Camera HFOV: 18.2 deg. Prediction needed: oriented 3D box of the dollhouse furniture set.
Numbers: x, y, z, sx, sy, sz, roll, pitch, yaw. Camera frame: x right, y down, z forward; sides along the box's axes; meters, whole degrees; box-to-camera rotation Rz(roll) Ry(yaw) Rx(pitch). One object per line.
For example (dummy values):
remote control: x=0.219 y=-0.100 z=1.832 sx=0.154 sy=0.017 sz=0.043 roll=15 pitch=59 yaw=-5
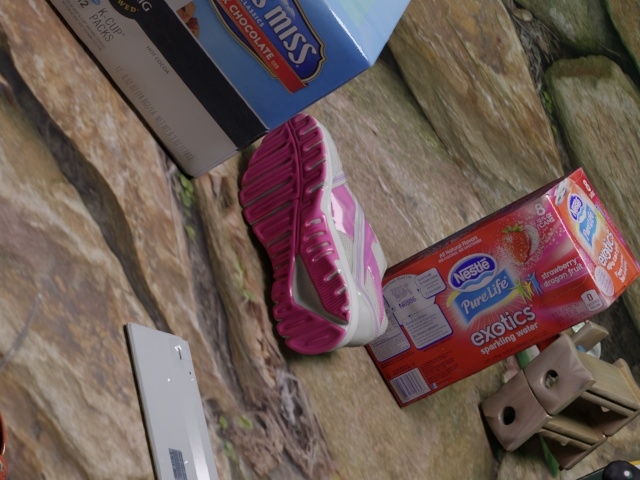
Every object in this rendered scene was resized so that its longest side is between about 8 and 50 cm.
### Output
dollhouse furniture set: x=0.239 y=0.134 z=2.168 sx=0.129 sy=0.129 sz=0.183 roll=24 pitch=31 yaw=-48

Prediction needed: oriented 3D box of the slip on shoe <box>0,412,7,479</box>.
slip on shoe: x=-0.262 y=0.170 z=1.319 sx=0.123 sy=0.101 sz=0.331 roll=34 pitch=39 yaw=-43

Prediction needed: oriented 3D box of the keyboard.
keyboard: x=-0.113 y=0.188 z=1.646 sx=0.072 sy=0.014 sz=0.256 roll=16 pitch=51 yaw=-47

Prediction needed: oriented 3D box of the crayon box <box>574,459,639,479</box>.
crayon box: x=0.399 y=0.352 z=2.259 sx=0.323 sy=0.083 sz=0.203 roll=4 pitch=62 yaw=-57

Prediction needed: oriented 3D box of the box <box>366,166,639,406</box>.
box: x=0.170 y=0.047 z=1.975 sx=0.128 sy=0.257 sz=0.122 roll=60 pitch=29 yaw=-2

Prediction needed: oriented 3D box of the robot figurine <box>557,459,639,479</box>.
robot figurine: x=0.282 y=0.350 z=1.974 sx=0.278 sy=0.173 sz=0.209 roll=37 pitch=33 yaw=-33

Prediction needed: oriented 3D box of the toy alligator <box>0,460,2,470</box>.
toy alligator: x=-0.299 y=0.145 z=1.260 sx=0.051 sy=0.190 sz=0.056 roll=-128 pitch=-146 yaw=-63

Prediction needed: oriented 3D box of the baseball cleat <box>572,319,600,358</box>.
baseball cleat: x=0.252 y=0.061 z=2.319 sx=0.206 sy=0.072 sz=0.109 roll=54 pitch=15 yaw=-22

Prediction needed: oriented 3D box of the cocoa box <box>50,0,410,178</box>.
cocoa box: x=-0.059 y=-0.269 z=1.920 sx=0.231 sy=0.228 sz=0.347 roll=53 pitch=29 yaw=-15

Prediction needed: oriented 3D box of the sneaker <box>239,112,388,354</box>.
sneaker: x=0.000 y=0.000 z=1.922 sx=0.111 sy=0.103 sz=0.252 roll=24 pitch=51 yaw=-54
